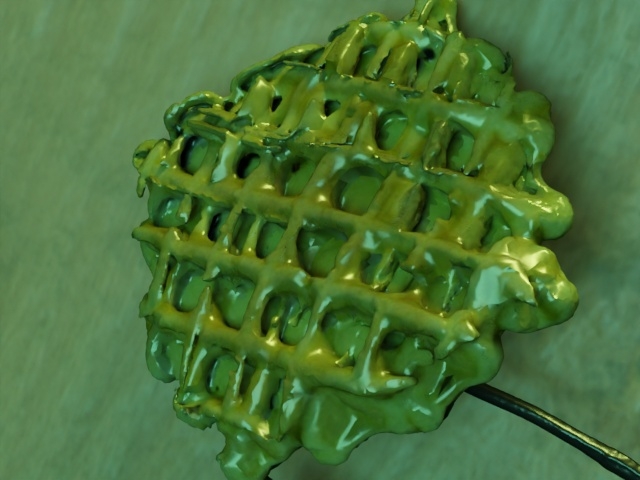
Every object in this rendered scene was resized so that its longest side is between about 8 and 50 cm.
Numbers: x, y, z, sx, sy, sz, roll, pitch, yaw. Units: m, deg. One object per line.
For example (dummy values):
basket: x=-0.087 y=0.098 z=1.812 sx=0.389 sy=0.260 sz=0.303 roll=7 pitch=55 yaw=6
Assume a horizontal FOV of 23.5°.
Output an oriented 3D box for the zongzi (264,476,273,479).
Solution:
zongzi: x=0.002 y=0.366 z=1.049 sx=0.360 sy=0.160 sz=0.323 roll=39 pitch=109 yaw=13

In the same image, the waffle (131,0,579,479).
waffle: x=0.008 y=-0.007 z=0.989 sx=0.317 sy=0.073 sz=0.297 roll=-29 pitch=61 yaw=22

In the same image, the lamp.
lamp: x=0.134 y=0.145 z=0.983 sx=0.371 sy=0.130 sz=0.108 roll=20 pitch=90 yaw=14
